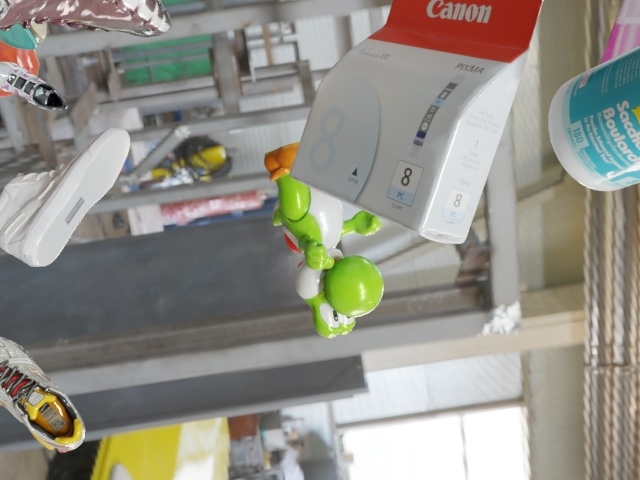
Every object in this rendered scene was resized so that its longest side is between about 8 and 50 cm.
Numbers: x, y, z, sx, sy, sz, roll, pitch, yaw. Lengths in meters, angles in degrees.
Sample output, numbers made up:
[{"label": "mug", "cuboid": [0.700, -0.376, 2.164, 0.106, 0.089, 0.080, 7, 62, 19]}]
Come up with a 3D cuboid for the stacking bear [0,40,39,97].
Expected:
[{"label": "stacking bear", "cuboid": [-0.587, -0.360, 1.374, 0.164, 0.289, 0.175, -38, 158, -49]}]

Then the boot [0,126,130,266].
[{"label": "boot", "cuboid": [-0.410, -0.088, 1.375, 0.258, 0.123, 0.095, -58, 162, -25]}]

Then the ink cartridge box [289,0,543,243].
[{"label": "ink cartridge box", "cuboid": [0.122, -0.221, 1.181, 0.308, 0.091, 0.385, 28, -76, 53]}]

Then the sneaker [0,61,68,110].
[{"label": "sneaker", "cuboid": [-0.358, -0.190, 1.113, 0.069, 0.098, 0.038, 26, -88, 49]}]

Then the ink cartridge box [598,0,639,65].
[{"label": "ink cartridge box", "cuboid": [0.555, -0.361, 1.356, 0.176, 0.069, 0.371, 34, -61, 36]}]

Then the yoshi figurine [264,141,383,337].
[{"label": "yoshi figurine", "cuboid": [0.025, -0.006, 1.639, 0.203, 0.204, 0.362, 152, -75, -85]}]

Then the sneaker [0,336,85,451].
[{"label": "sneaker", "cuboid": [-0.428, 0.219, 1.316, 0.225, 0.088, 0.093, 44, -24, -10]}]

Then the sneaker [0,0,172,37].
[{"label": "sneaker", "cuboid": [-0.258, -0.232, 0.827, 0.106, 0.162, 0.281, 61, 8, 14]}]

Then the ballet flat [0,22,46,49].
[{"label": "ballet flat", "cuboid": [-0.330, -0.273, 0.934, 0.248, 0.086, 0.086, 158, -76, -78]}]

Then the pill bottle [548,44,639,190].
[{"label": "pill bottle", "cuboid": [0.387, -0.153, 0.976, 0.264, 0.146, 0.146, -24, -108, 59]}]
